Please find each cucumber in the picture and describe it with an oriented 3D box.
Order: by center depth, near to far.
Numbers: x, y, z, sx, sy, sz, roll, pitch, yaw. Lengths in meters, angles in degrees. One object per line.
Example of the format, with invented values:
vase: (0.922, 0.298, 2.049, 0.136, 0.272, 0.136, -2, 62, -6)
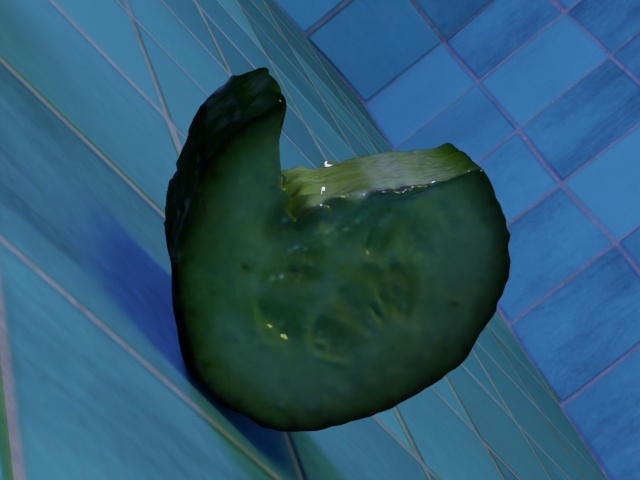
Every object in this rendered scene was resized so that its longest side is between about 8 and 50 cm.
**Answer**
cucumber: (0.001, 0.009, 0.800, 0.191, 0.191, 0.130, 48, 11, -21)
